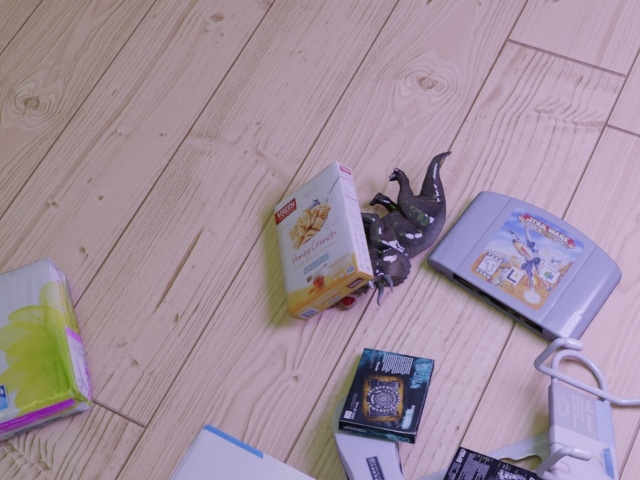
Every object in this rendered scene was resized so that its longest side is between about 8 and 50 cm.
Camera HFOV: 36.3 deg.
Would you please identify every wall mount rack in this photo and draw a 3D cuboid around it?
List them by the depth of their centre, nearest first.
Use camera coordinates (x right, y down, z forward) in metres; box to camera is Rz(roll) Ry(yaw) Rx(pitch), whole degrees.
[{"bbox_3d":[0.475,0.300,1.496,0.304,0.130,0.350,22,46,-12],"label":"wall mount rack"}]

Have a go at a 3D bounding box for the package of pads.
[{"bbox_3d":[-0.543,0.195,1.745,0.229,0.101,0.296,-20,62,-2],"label":"package of pads"}]

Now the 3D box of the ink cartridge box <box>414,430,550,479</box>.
[{"bbox_3d":[0.345,0.494,1.490,0.308,0.091,0.385,-20,45,-2],"label":"ink cartridge box"}]

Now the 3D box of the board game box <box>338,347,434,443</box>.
[{"bbox_3d":[0.112,0.253,1.613,0.126,0.026,0.186,9,35,13],"label":"board game box"}]

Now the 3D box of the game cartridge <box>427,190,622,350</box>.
[{"bbox_3d":[0.364,0.039,1.724,0.297,0.062,0.198,32,75,22],"label":"game cartridge"}]

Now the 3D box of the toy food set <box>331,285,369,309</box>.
[{"bbox_3d":[0.020,0.089,1.765,0.122,0.019,0.078,28,70,21],"label":"toy food set"}]

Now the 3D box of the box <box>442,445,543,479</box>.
[{"bbox_3d":[0.244,0.423,1.470,0.147,0.077,0.180,14,54,28],"label":"box"}]

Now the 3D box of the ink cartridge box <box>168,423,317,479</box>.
[{"bbox_3d":[-0.113,0.438,1.459,0.198,0.270,0.197,23,67,19],"label":"ink cartridge box"}]

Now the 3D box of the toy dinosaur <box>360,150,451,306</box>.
[{"bbox_3d":[0.150,-0.027,1.772,0.160,0.121,0.313,42,70,12],"label":"toy dinosaur"}]

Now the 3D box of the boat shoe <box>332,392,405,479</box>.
[{"bbox_3d":[0.088,0.373,1.560,0.108,0.102,0.301,-10,39,-9],"label":"boat shoe"}]

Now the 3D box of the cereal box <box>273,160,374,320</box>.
[{"bbox_3d":[0.000,0.000,1.729,0.173,0.047,0.240,-36,49,32],"label":"cereal box"}]
